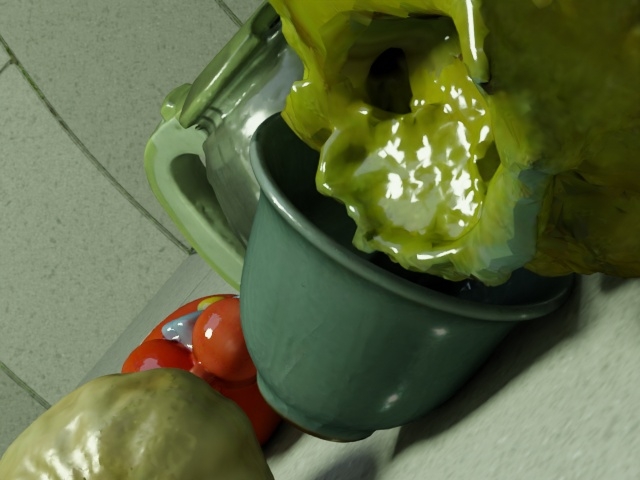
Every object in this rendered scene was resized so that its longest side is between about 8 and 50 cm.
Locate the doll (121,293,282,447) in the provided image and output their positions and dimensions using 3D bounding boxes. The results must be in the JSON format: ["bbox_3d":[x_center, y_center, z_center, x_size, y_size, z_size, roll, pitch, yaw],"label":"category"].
[{"bbox_3d":[-0.089,0.114,1.130,0.161,0.130,0.290,-44,-7,-13],"label":"doll"}]

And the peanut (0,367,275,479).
[{"bbox_3d":[-0.170,0.234,0.904,0.387,0.169,0.192,-48,8,26],"label":"peanut"}]

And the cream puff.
[{"bbox_3d":[0.083,-0.072,0.677,0.185,0.281,0.282,-63,13,-18],"label":"cream puff"}]

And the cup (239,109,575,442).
[{"bbox_3d":[0.027,0.037,0.835,0.199,0.199,0.150,-66,0,-63],"label":"cup"}]

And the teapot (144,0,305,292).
[{"bbox_3d":[0.002,-0.077,1.164,0.239,0.239,0.321,-49,7,-10],"label":"teapot"}]
